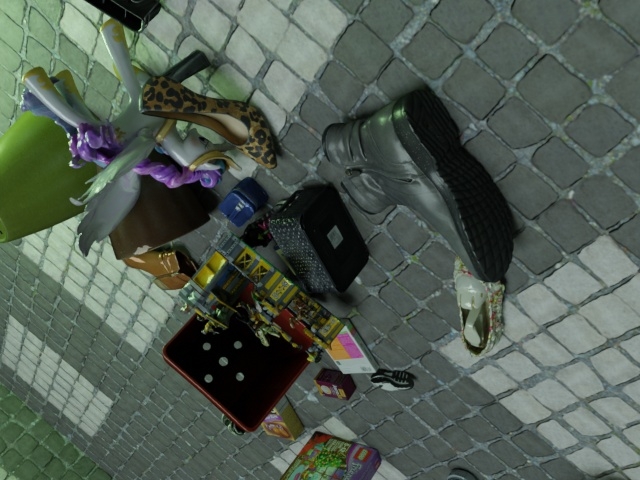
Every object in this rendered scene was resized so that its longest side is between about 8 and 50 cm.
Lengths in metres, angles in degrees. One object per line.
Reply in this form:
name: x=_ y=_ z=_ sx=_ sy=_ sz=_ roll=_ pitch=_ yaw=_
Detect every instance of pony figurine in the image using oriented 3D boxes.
pony figurine: x=-0.363 y=-0.182 z=1.385 sx=0.363 sy=0.351 sz=0.303 roll=47 pitch=154 yaw=-1

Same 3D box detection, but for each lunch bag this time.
lunch bag: x=-0.161 y=-0.073 z=1.533 sx=0.067 sy=0.065 sz=0.098 roll=44 pitch=142 yaw=-4

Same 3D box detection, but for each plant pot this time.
plant pot: x=-0.201 y=0.268 z=1.771 sx=0.267 sy=0.267 sz=0.236 roll=43 pitch=155 yaw=-3
plant pot: x=-0.375 y=-0.107 z=1.590 sx=0.215 sy=0.215 sz=0.230 roll=-10 pitch=106 yaw=45
plant pot: x=-0.635 y=-0.133 z=1.686 sx=0.275 sy=0.293 sz=0.274 roll=23 pitch=140 yaw=21

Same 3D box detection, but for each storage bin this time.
storage bin: x=0.000 y=0.000 z=1.423 sx=0.084 sy=0.122 sz=0.180 roll=-3 pitch=125 yaw=43

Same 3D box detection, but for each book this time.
book: x=0.057 y=0.238 z=1.688 sx=0.096 sy=0.035 sz=0.144 roll=-10 pitch=121 yaw=42

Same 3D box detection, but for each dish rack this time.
dish rack: x=-0.344 y=-0.506 z=1.250 sx=0.208 sy=0.074 sz=0.271 roll=33 pitch=142 yaw=8

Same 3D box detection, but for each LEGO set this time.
LEGO set: x=-0.123 y=0.150 z=1.505 sx=0.255 sy=0.192 sz=0.331 roll=37 pitch=176 yaw=27

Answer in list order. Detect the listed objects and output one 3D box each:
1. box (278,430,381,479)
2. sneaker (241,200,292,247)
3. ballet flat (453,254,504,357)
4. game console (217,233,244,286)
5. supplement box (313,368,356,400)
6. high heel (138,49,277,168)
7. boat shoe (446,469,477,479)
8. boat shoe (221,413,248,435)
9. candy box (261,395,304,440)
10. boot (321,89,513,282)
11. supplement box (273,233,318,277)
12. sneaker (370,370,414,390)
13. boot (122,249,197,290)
box: x=-0.005 y=0.624 z=1.908 sx=0.201 sy=0.293 sz=0.057 roll=7 pitch=129 yaw=35
sneaker: x=-0.103 y=-0.024 z=1.524 sx=0.063 sy=0.075 sz=0.170 roll=50 pitch=141 yaw=-13
ballet flat: x=0.278 y=0.114 z=1.340 sx=0.091 sy=0.077 sz=0.241 roll=9 pitch=132 yaw=35
game console: x=-0.183 y=0.064 z=1.623 sx=0.085 sy=0.144 sz=0.124 roll=46 pitch=142 yaw=-8
supplement box: x=0.034 y=0.341 z=1.799 sx=0.083 sy=0.043 sz=0.055 roll=2 pitch=127 yaw=38
high heel: x=-0.198 y=-0.194 z=1.342 sx=0.093 sy=0.186 sz=0.261 roll=-27 pitch=108 yaw=45
boat shoe: x=0.373 y=0.678 z=1.806 sx=0.109 sy=0.094 sz=0.302 roll=-15 pitch=117 yaw=47
boat shoe: x=-0.233 y=0.519 z=2.179 sx=0.078 sy=0.070 sz=0.219 roll=48 pitch=142 yaw=-10
candy box: x=-0.132 y=0.452 z=2.044 sx=0.109 sy=0.053 sz=0.186 roll=0 pitch=126 yaw=41
boot: x=0.159 y=-0.073 z=1.245 sx=0.223 sy=0.118 sz=0.338 roll=-18 pitch=104 yaw=51
supplement box: x=-0.033 y=0.020 z=1.524 sx=0.083 sy=0.056 sz=0.083 roll=-21 pitch=113 yaw=49
sneaker: x=0.164 y=0.312 z=1.672 sx=0.109 sy=0.040 sz=0.044 roll=1 pitch=144 yaw=44
boot: x=-0.393 y=0.042 z=1.842 sx=0.197 sy=0.073 sz=0.152 roll=43 pitch=145 yaw=-23
